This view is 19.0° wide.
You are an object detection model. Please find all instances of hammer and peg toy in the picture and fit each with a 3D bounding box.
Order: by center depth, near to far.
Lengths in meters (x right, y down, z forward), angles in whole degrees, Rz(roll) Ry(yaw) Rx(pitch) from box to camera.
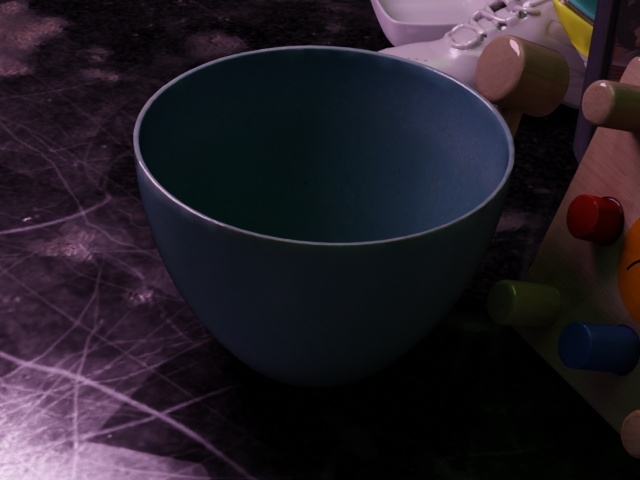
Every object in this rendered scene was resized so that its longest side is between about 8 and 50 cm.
[{"bbox_3d":[0.240,0.002,1.499,0.127,0.266,0.361,6,26,-37],"label":"hammer and peg toy"}]

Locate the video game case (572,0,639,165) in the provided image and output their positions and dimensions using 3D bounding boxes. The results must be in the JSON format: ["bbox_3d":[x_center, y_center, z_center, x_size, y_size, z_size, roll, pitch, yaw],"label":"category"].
[{"bbox_3d":[0.370,-0.186,1.742,0.248,0.274,0.035,-3,41,-8],"label":"video game case"}]

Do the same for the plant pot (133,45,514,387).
[{"bbox_3d":[0.000,0.000,1.514,0.290,0.195,0.290,2,35,-1],"label":"plant pot"}]

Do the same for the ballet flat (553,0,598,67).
[{"bbox_3d":[0.305,-0.162,1.821,0.231,0.077,0.077,22,28,-19],"label":"ballet flat"}]

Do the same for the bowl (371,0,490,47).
[{"bbox_3d":[0.122,-0.239,1.999,0.142,0.053,0.142,-4,34,-10],"label":"bowl"}]

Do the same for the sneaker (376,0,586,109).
[{"bbox_3d":[0.183,-0.194,1.871,0.297,0.129,0.111,-10,38,-16],"label":"sneaker"}]
